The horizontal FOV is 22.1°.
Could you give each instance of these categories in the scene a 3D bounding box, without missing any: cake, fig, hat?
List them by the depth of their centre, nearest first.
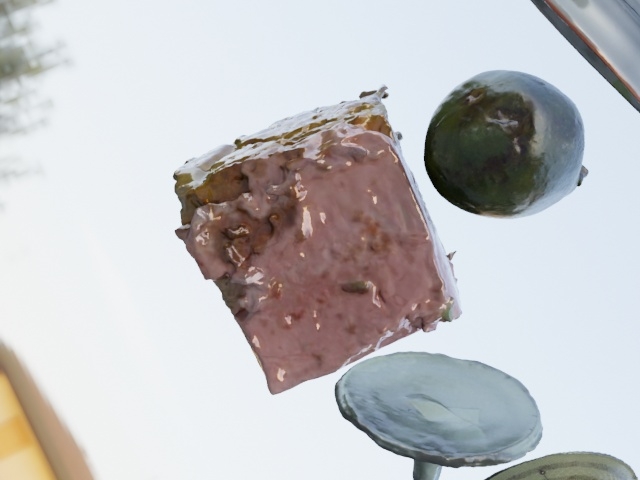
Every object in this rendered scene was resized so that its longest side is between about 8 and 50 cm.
[{"bbox_3d":[0.245,-0.102,1.991,0.245,0.195,0.195,31,3,-35],"label":"fig"},{"bbox_3d":[0.000,0.000,2.126,0.293,0.314,0.306,-84,153,-77],"label":"cake"},{"bbox_3d":[0.309,0.388,2.150,0.252,0.252,0.110,87,-8,-50],"label":"hat"}]

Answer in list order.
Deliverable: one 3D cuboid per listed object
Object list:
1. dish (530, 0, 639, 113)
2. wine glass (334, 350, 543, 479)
[{"bbox_3d":[0.281,-0.230,1.633,0.260,0.085,0.260,46,8,-8],"label":"dish"},{"bbox_3d":[0.087,0.332,1.639,0.267,0.267,0.406,39,-51,52],"label":"wine glass"}]
